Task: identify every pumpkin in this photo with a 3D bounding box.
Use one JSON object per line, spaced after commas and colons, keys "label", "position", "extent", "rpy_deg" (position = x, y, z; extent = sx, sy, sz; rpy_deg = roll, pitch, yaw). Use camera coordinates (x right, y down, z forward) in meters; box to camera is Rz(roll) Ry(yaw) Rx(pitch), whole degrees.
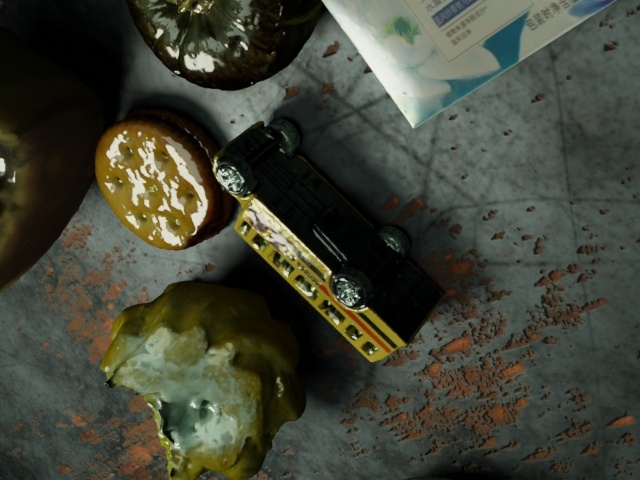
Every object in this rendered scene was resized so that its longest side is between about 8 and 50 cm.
{"label": "pumpkin", "position": [-0.116, -0.281, 0.972], "extent": [0.238, 0.159, 0.238], "rpy_deg": [18, 126, 26]}

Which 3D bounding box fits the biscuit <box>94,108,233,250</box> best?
{"label": "biscuit", "position": [-0.227, -0.086, 1.242], "extent": [0.220, 0.066, 0.221], "rpy_deg": [17, 128, 23]}

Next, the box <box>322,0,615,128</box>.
{"label": "box", "position": [0.149, -0.267, 0.830], "extent": [0.274, 0.116, 0.203], "rpy_deg": [-29, 100, 43]}

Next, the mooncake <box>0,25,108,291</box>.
{"label": "mooncake", "position": [-0.497, -0.099, 1.192], "extent": [0.246, 0.394, 0.393], "rpy_deg": [36, 173, 12]}

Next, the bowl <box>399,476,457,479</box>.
{"label": "bowl", "position": [0.187, 0.471, 1.266], "extent": [0.307, 0.163, 0.307], "rpy_deg": [18, 128, 25]}

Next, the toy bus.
{"label": "toy bus", "position": [0.000, 0.000, 1.112], "extent": [0.335, 0.121, 0.123], "rpy_deg": [44, 141, 0]}

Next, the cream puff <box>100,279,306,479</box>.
{"label": "cream puff", "position": [-0.162, 0.184, 1.291], "extent": [0.274, 0.270, 0.323], "rpy_deg": [-19, 112, 4]}
